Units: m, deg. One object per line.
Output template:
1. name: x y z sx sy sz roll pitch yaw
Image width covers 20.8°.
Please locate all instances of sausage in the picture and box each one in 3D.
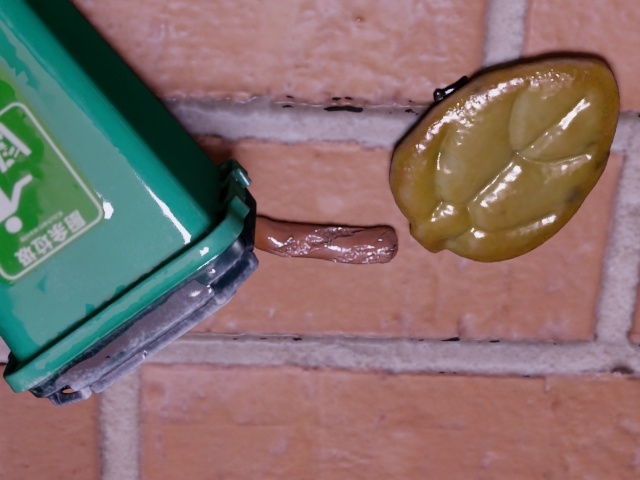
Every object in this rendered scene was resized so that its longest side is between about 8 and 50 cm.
1. sausage: 0.000 0.000 1.755 0.158 0.042 0.036 7 156 -7

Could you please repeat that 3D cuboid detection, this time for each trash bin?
1. trash bin: -0.246 -0.081 1.569 0.259 0.295 0.381 -34 104 9

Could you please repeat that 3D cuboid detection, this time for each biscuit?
1. biscuit: 0.188 -0.082 1.721 0.203 0.041 0.260 38 111 -23
